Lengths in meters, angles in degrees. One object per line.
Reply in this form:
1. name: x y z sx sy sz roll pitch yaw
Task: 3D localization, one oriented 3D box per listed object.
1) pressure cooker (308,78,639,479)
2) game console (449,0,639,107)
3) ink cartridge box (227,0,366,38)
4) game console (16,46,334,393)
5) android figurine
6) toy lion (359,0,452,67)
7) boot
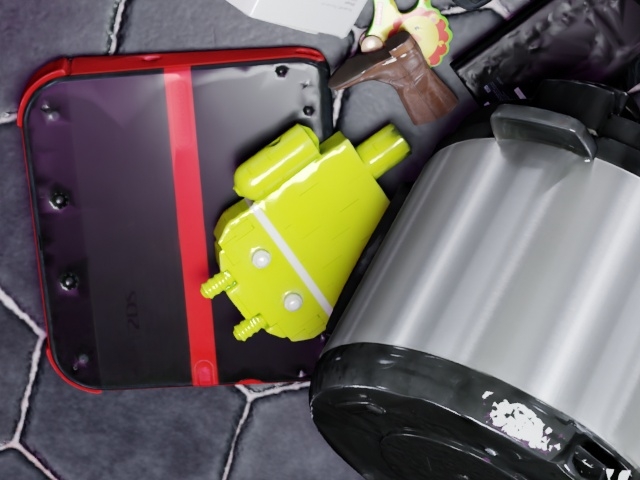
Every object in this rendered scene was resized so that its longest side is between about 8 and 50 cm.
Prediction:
1. pressure cooker: 0.230 0.069 1.408 0.375 0.370 0.420 33 67 -8
2. game console: 0.192 -0.280 1.479 0.213 0.044 0.361 -35 104 8
3. ink cartridge box: -0.023 -0.339 1.383 0.171 0.168 0.233 39 111 28
4. game console: -0.150 -0.016 1.602 0.342 0.060 0.387 -4 110 -1
5. android figurine: 0.000 0.000 1.553 0.273 0.056 0.248 -34 112 -2
6. toy lion: 0.091 -0.228 1.520 0.096 0.034 0.100 3 109 -4
7. boot: 0.078 -0.154 1.525 0.106 0.037 0.114 -26 131 17
